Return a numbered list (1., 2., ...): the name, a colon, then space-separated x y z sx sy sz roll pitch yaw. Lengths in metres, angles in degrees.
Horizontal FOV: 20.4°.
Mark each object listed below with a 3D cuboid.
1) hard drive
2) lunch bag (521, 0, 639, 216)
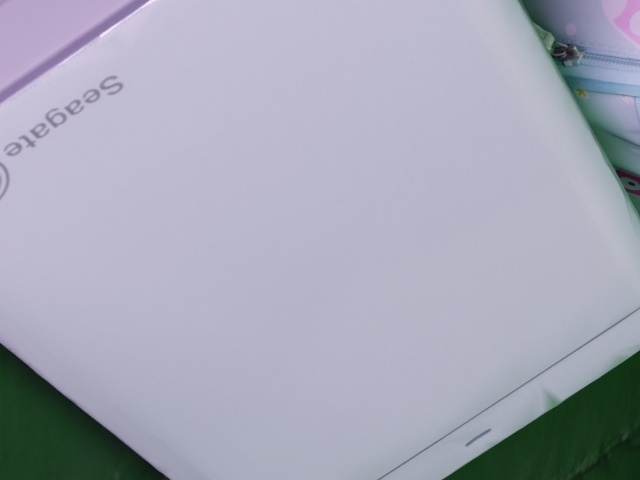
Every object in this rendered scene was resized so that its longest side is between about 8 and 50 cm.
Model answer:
1. hard drive: 0.000 0.000 0.719 0.233 0.047 0.353 -34 140 6
2. lunch bag: 0.162 -0.062 0.861 0.279 0.224 0.108 36 74 -54
